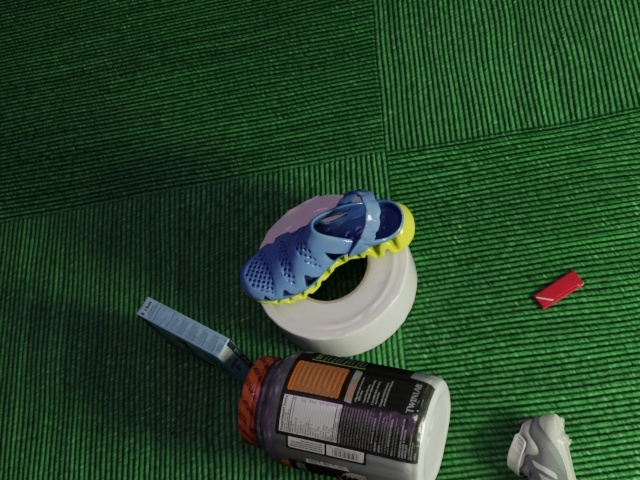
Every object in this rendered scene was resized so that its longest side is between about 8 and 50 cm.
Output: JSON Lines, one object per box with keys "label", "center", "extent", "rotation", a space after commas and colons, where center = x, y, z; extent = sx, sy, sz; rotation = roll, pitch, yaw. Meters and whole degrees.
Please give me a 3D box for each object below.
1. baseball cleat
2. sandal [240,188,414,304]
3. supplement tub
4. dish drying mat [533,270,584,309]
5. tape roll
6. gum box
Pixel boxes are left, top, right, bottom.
{"label": "baseball cleat", "center": [0.355, 0.379, 1.572], "extent": [0.109, 0.072, 0.206], "rotation": [-18, 55, 23]}
{"label": "sandal", "center": [0.000, 0.000, 1.701], "extent": [0.317, 0.138, 0.126], "rotation": [-29, 62, 3]}
{"label": "supplement tub", "center": [0.039, 0.289, 1.627], "extent": [0.315, 0.193, 0.194], "rotation": [9, 67, 21]}
{"label": "dish drying mat", "center": [0.411, 0.085, 1.725], "extent": [0.083, 0.008, 0.032], "rotation": [-33, 59, -1]}
{"label": "tape roll", "center": [0.027, 0.061, 1.798], "extent": [0.286, 0.100, 0.286], "rotation": [-7, 63, 14]}
{"label": "gum box", "center": [-0.218, 0.180, 1.777], "extent": [0.184, 0.157, 0.041], "rotation": [25, 74, 25]}
